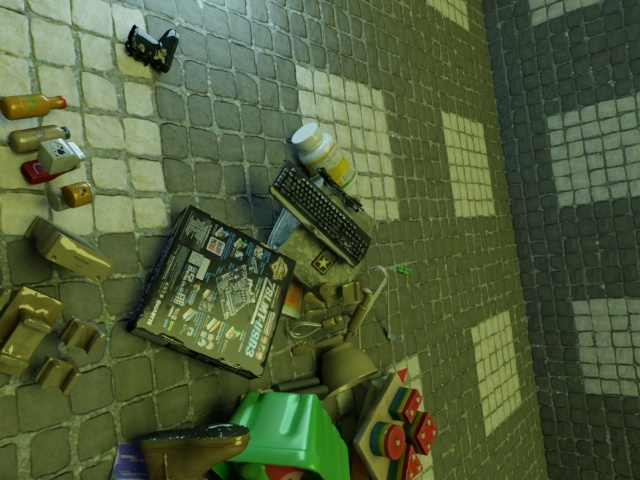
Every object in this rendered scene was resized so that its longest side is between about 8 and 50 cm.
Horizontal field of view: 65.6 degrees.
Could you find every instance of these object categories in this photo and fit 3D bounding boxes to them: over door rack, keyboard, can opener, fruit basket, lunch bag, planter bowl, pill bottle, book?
[{"bbox_3d":[0.149,0.272,1.558,0.239,0.108,0.324,-50,134,-41],"label":"over door rack"},{"bbox_3d":[0.020,-0.090,1.268,0.317,0.033,0.201,42,48,-22],"label":"keyboard"},{"bbox_3d":[-0.095,0.408,1.267,0.280,0.074,0.093,0,117,-48],"label":"can opener"},{"bbox_3d":[-0.097,0.550,1.043,0.392,0.283,0.392,-3,90,-71],"label":"fruit basket"},{"bbox_3d":[0.000,0.000,1.355,0.235,0.169,0.287,41,52,-28],"label":"lunch bag"},{"bbox_3d":[0.069,0.357,1.409,0.162,0.162,0.109,-2,58,-50],"label":"planter bowl"},{"bbox_3d":[0.010,-0.240,1.463,0.208,0.117,0.117,49,49,-34],"label":"pill bottle"},{"bbox_3d":[-0.091,0.129,1.340,0.096,0.035,0.144,29,62,-41],"label":"book"}]

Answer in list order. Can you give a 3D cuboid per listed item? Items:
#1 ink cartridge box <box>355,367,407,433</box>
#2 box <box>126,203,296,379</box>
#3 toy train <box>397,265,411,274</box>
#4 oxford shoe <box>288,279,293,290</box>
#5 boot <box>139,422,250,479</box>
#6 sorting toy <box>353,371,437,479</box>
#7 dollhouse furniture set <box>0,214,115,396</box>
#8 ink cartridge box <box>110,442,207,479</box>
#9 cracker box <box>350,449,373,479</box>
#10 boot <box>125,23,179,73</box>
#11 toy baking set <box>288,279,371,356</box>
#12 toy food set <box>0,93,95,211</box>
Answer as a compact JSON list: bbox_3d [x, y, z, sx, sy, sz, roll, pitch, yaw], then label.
[{"bbox_3d":[0.214,0.509,1.566,0.225,0.056,0.181,2,107,-49],"label":"ink cartridge box"},{"bbox_3d":[-0.222,0.115,1.092,0.293,0.073,0.295,29,59,-25],"label":"box"},{"bbox_3d":[0.310,0.112,1.837,0.083,0.017,0.023,19,79,-47],"label":"toy train"},{"bbox_3d":[-0.152,0.150,1.241,0.212,0.076,0.076,-25,125,-41],"label":"oxford shoe"},{"bbox_3d":[-0.216,0.484,0.912,0.089,0.236,0.269,2,78,-68],"label":"boot"},{"bbox_3d":[0.230,0.564,1.421,0.255,0.089,0.257,-49,124,-40],"label":"sorting toy"},{"bbox_3d":[-0.478,0.099,0.834,0.212,0.161,0.242,38,78,-40],"label":"dollhouse furniture set"},{"bbox_3d":[-0.324,0.516,0.977,0.206,0.045,0.208,27,63,-43],"label":"ink cartridge box"},{"bbox_3d":[0.186,0.662,1.510,0.232,0.067,0.155,-7,108,-51],"label":"cracker box"},{"bbox_3d":[-0.372,-0.440,1.100,0.099,0.045,0.121,25,66,-43],"label":"boot"},{"bbox_3d":[0.023,0.209,1.340,0.197,0.030,0.256,12,112,-22],"label":"toy baking set"},{"bbox_3d":[-0.455,-0.148,0.878,0.232,0.111,0.104,48,40,10],"label":"toy food set"}]
